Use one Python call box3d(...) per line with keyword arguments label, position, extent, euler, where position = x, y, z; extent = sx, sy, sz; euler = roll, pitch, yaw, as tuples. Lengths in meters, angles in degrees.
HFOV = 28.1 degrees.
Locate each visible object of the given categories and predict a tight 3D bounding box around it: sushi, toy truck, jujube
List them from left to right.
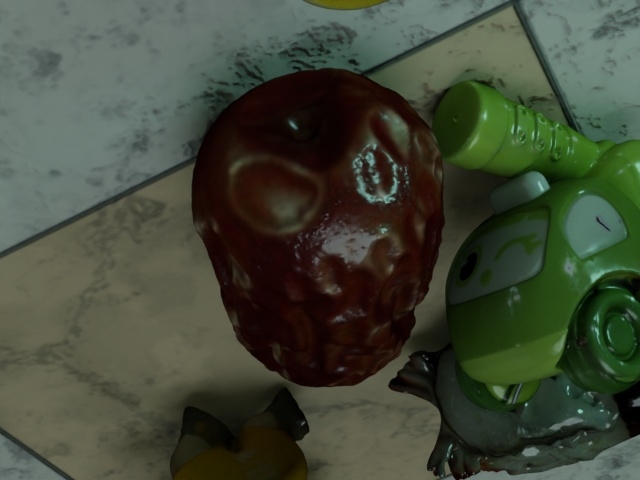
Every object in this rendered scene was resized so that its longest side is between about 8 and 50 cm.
box3d(label="jujube", position=(0.000, 0.000, 0.805), extent=(0.155, 0.155, 0.230), euler=(-10, 148, -5))
box3d(label="toy truck", position=(0.168, 0.000, 0.842), extent=(0.187, 0.210, 0.148), euler=(-2, 167, -32))
box3d(label="sushi", position=(0.224, 0.089, 0.984), extent=(0.332, 0.124, 0.130), euler=(-26, 149, 12))

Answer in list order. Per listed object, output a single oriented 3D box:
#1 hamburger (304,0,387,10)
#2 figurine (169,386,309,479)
box3d(label="hamburger", position=(0.006, -0.179, 0.650), extent=(0.141, 0.081, 0.126), euler=(-39, 137, 9))
box3d(label="figurine", position=(-0.064, 0.257, 1.053), extent=(0.192, 0.167, 0.257), euler=(-29, 143, -25))
